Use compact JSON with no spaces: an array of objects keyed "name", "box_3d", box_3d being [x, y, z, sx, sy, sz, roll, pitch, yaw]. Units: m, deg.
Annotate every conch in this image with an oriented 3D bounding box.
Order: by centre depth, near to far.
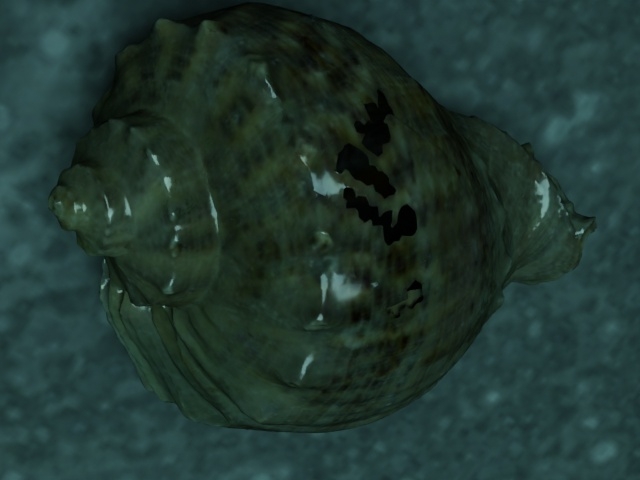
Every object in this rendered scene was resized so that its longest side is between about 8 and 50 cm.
[{"name":"conch","box_3d":[0.000,0.000,0.468,0.207,0.130,0.155,1,148,-37]}]
